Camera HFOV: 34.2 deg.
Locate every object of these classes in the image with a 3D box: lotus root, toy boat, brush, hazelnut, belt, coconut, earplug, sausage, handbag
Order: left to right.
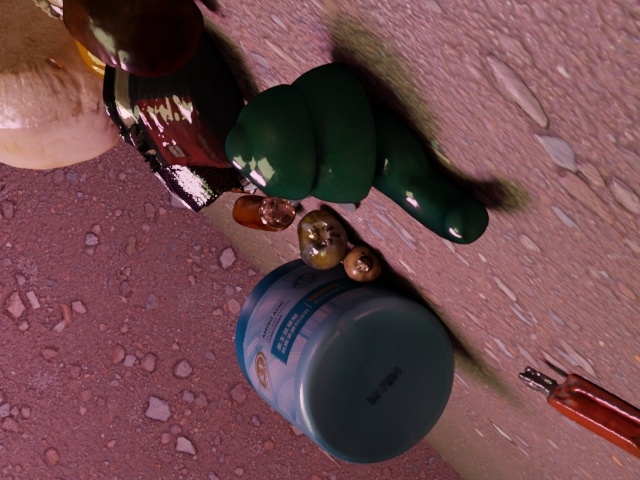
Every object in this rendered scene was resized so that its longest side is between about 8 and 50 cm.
[{"bbox_3d":[-0.536,-0.325,1.995,0.415,0.415,0.345,88,166,-78],"label":"coconut"},{"bbox_3d":[-0.261,-0.313,1.439,0.202,0.170,0.160,55,174,5],"label":"hazelnut"},{"bbox_3d":[-0.235,-0.210,1.655,0.181,0.181,0.254,-1,158,15],"label":"handbag"},{"bbox_3d":[-0.212,-0.145,1.997,0.164,0.184,0.289,41,178,-10],"label":"belt"},{"bbox_3d":[-0.132,-0.128,2.125,0.066,0.059,0.140,18,175,-18],"label":"toy boat"},{"bbox_3d":[-0.114,-0.060,2.232,0.102,0.076,0.302,19,176,-16],"label":"sausage"},{"bbox_3d":[0.000,0.000,1.972,0.192,0.088,0.113,140,116,-80],"label":"lotus root"},{"bbox_3d":[0.034,-0.082,1.180,0.164,0.280,0.258,116,146,-61],"label":"earplug"},{"bbox_3d":[0.076,0.045,1.928,0.072,0.063,0.152,54,175,2],"label":"lotus root"},{"bbox_3d":[0.385,0.236,1.429,0.070,0.051,0.323,43,171,-34],"label":"brush"}]

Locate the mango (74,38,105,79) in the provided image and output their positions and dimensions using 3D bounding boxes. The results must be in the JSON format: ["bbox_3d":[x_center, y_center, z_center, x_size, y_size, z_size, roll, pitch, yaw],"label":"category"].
[{"bbox_3d":[-0.326,-0.328,1.789,0.227,0.147,0.109,40,-163,-5],"label":"mango"}]

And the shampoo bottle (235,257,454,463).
[{"bbox_3d":[0.044,0.227,2.038,0.331,0.331,0.342,49,169,-26],"label":"shampoo bottle"}]

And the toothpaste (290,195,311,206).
[{"bbox_3d":[-0.044,-0.098,1.885,0.069,0.047,0.268,33,177,-8],"label":"toothpaste"}]

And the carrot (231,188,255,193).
[{"bbox_3d":[-0.250,-0.171,2.224,0.260,0.070,0.070,26,171,0],"label":"carrot"}]

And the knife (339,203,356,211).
[{"bbox_3d":[0.033,-0.078,1.680,0.063,0.035,0.260,36,176,13],"label":"knife"}]

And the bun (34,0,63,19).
[{"bbox_3d":[-0.396,-0.429,1.618,0.259,0.152,0.259,41,171,8],"label":"bun"}]
